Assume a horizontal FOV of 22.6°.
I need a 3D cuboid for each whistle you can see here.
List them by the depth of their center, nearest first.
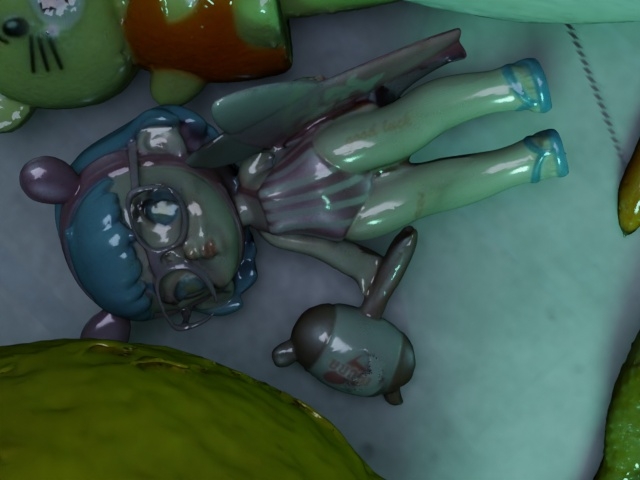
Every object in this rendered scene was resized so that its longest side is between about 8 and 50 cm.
[{"bbox_3d":[-0.067,-0.132,0.797,0.288,0.106,0.131,-7,93,4],"label":"whistle"}]

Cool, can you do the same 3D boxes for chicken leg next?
[{"bbox_3d":[0.178,0.096,0.791,0.093,0.070,0.178,33,97,-1],"label":"chicken leg"}]

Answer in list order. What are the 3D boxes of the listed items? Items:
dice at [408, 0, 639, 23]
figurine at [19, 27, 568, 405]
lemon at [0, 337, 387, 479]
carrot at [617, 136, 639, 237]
[{"bbox_3d":[0.100,-0.247,0.684,0.251,0.243,0.259,8,76,-19],"label":"dice"},{"bbox_3d":[-0.003,-0.011,0.802,0.260,0.103,0.205,-17,122,1],"label":"figurine"},{"bbox_3d":[-0.115,0.220,0.668,0.387,0.350,0.350,-35,84,35],"label":"lemon"},{"bbox_3d":[0.190,-0.090,0.811,0.037,0.037,0.190,19,91,5],"label":"carrot"}]
